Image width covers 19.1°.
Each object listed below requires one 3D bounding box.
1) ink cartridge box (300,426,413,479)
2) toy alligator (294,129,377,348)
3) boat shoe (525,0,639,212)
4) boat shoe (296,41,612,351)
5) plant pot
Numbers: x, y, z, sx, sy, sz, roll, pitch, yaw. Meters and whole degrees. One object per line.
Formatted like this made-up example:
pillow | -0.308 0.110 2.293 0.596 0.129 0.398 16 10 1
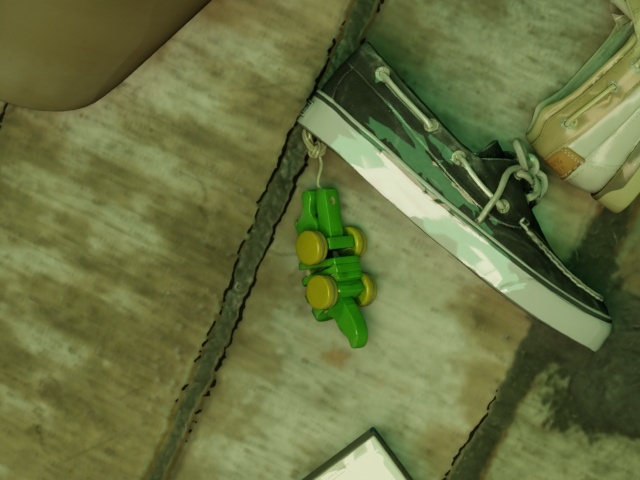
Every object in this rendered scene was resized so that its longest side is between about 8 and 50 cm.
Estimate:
ink cartridge box | 0.050 0.236 1.531 0.090 0.092 0.143 -37 89 1
toy alligator | 0.000 0.000 1.563 0.051 0.056 0.190 -22 78 45
boat shoe | 0.279 -0.174 1.519 0.103 0.113 0.302 33 91 -3
boat shoe | 0.128 -0.038 1.522 0.306 0.113 0.105 40 93 4
plant pot | -0.187 -0.263 1.446 0.323 0.323 0.280 38 124 3
